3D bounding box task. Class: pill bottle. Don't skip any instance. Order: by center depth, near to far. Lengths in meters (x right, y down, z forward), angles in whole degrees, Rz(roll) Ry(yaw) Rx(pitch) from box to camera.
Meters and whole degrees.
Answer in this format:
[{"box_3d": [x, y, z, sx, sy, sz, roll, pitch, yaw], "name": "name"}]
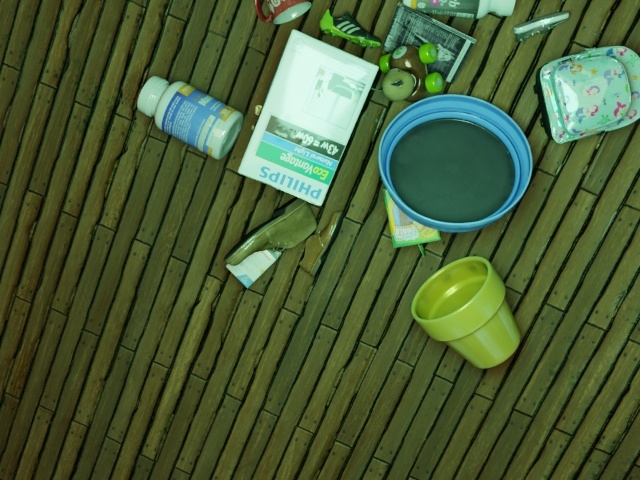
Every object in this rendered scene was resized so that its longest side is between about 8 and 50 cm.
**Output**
[{"box_3d": [0.356, -0.653, 1.754, 0.278, 0.162, 0.162, 8, 102, 8], "name": "pill bottle"}, {"box_3d": [-0.368, -0.353, 1.937, 0.272, 0.152, 0.152, 29, 104, 2], "name": "pill bottle"}]

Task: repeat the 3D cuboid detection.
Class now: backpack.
[{"box_3d": [0.694, -0.376, 1.748, 0.253, 0.191, 0.225, -13, 98, 7], "name": "backpack"}]

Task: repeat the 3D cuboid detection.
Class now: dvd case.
[{"box_3d": [0.280, -0.516, 1.809, 0.221, 0.164, 0.018, 28, 63, 3], "name": "dvd case"}]

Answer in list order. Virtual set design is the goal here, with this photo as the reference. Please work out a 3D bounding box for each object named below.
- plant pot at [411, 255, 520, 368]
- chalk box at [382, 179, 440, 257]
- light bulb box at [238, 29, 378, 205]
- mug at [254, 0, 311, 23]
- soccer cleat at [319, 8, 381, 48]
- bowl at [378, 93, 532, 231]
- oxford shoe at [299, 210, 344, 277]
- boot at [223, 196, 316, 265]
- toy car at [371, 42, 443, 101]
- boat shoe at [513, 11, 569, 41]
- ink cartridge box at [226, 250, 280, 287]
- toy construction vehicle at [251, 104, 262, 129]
[{"box_3d": [0.416, 0.213, 1.886, 0.254, 0.254, 0.239, -34, 109, 14], "name": "plant pot"}, {"box_3d": [0.258, -0.057, 1.904, 0.132, 0.132, 0.213, -9, 98, 11], "name": "chalk box"}, {"box_3d": [-0.035, -0.325, 1.768, 0.225, 0.358, 0.361, 22, 104, -7], "name": "light bulb box"}, {"box_3d": [-0.127, -0.679, 1.856, 0.150, 0.113, 0.169, -24, 93, 11], "name": "mug"}, {"box_3d": [0.085, -0.576, 1.869, 0.178, 0.060, 0.072, 20, 91, 5], "name": "soccer cleat"}, {"box_3d": [0.345, -0.198, 1.789, 0.390, 0.077, 0.391, -1, 65, 3], "name": "bowl"}, {"box_3d": [0.000, 0.000, 1.990, 0.076, 0.076, 0.212, 32, 104, 13], "name": "oxford shoe"}, {"box_3d": [-0.132, -0.004, 1.930, 0.305, 0.112, 0.115, -37, 104, -25], "name": "boot"}, {"box_3d": [0.200, -0.422, 1.783, 0.155, 0.188, 0.149, -4, 107, 40], "name": "toy car"}, {"box_3d": [0.577, -0.559, 1.799, 0.142, 0.049, 0.040, -15, 117, 13], "name": "boat shoe"}, {"box_3d": [-0.188, 0.051, 2.019, 0.143, 0.090, 0.092, -43, 92, 13], "name": "ink cartridge box"}, {"box_3d": [-0.145, -0.347, 1.961, 0.098, 0.035, 0.086, 11, 103, 7], "name": "toy construction vehicle"}]
